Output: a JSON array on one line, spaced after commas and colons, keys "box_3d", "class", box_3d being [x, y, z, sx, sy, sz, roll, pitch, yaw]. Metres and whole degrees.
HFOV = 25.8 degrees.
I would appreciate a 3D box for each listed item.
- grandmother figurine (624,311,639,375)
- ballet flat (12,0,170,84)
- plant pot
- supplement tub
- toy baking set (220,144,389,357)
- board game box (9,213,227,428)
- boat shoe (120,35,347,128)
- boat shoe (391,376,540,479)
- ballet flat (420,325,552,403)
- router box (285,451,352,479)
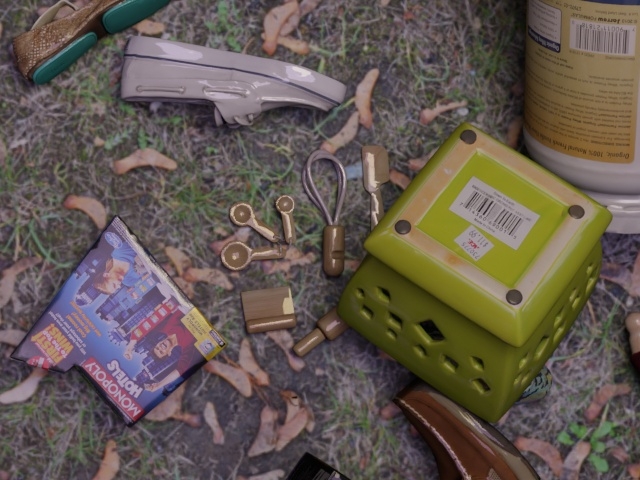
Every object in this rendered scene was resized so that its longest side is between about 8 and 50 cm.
[{"box_3d": [0.454, 0.129, 1.617, 0.208, 0.104, 0.342, 12, 95, 23], "class": "grandmother figurine"}, {"box_3d": [-0.262, -0.258, 1.590, 0.206, 0.073, 0.067, -34, 76, -12], "class": "ballet flat"}, {"box_3d": [0.172, 0.021, 1.507, 0.228, 0.207, 0.227, 34, 65, 14], "class": "plant pot"}, {"box_3d": [0.338, -0.189, 1.534, 0.228, 0.228, 0.316, -7, 119, -8], "class": "supplement tub"}, {"box_3d": [0.003, 0.006, 1.623, 0.256, 0.030, 0.197, -33, 91, -9], "class": "toy baking set"}, {"box_3d": [-0.240, 0.106, 1.567, 0.194, 0.060, 0.194, -40, 92, -8], "class": "board game box"}, {"box_3d": [-0.101, -0.170, 1.599, 0.258, 0.095, 0.084, 11, 88, 4], "class": "boat shoe"}, {"box_3d": [0.195, 0.299, 1.584, 0.120, 0.122, 0.324, -44, 92, -6], "class": "boat shoe"}, {"box_3d": [0.186, 0.148, 1.621, 0.188, 0.070, 0.070, 14, 84, -7], "class": "ballet flat"}, {"box_3d": [0.100, 0.354, 1.503, 0.309, 0.243, 0.081, 36, 82, -4], "class": "router box"}]
